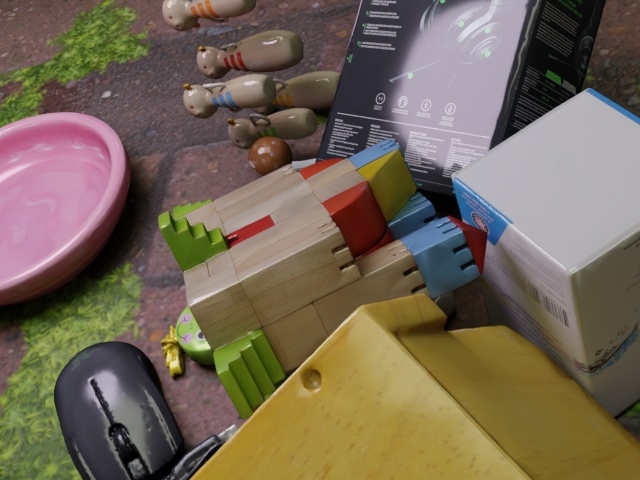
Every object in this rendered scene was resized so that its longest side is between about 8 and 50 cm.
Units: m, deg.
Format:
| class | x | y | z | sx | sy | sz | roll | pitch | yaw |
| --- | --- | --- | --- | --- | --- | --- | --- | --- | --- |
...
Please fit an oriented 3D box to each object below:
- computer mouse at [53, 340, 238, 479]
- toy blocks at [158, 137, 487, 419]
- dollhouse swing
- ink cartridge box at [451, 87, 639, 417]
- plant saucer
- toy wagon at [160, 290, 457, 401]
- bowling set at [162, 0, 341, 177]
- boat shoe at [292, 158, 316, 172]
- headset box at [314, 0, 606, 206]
| class | x | y | z | sx | sy | sz | roll | pitch | yaw |
| --- | --- | --- | --- | --- | --- | --- | --- | --- | --- |
| computer mouse | -0.214 | 0.193 | 1.124 | 0.188 | 0.072 | 0.272 | -35 | 46 | -9 |
| toy blocks | 0.000 | 0.000 | 1.016 | 0.261 | 0.190 | 0.381 | -26 | 19 | -2 |
| dollhouse swing | 0.124 | 0.252 | 0.789 | 0.315 | 0.305 | 0.347 | -46 | 69 | 3 |
| ink cartridge box | 0.257 | 0.018 | 0.974 | 0.168 | 0.232 | 0.171 | -33 | 45 | -11 |
| plant saucer | -0.403 | -0.033 | 1.401 | 0.332 | 0.084 | 0.332 | -12 | 46 | 13 |
| toy wagon | -0.026 | 0.072 | 1.158 | 0.344 | 0.068 | 0.267 | -16 | 45 | 8 |
| bowling set | -0.102 | -0.173 | 1.289 | 0.154 | 0.287 | 0.200 | -5 | 63 | 33 |
| boat shoe | -0.009 | -0.080 | 1.311 | 0.142 | 0.049 | 0.040 | -5 | 79 | 18 |
| headset box | 0.155 | -0.185 | 1.160 | 0.246 | 0.131 | 0.283 | 15 | 90 | 42 |
